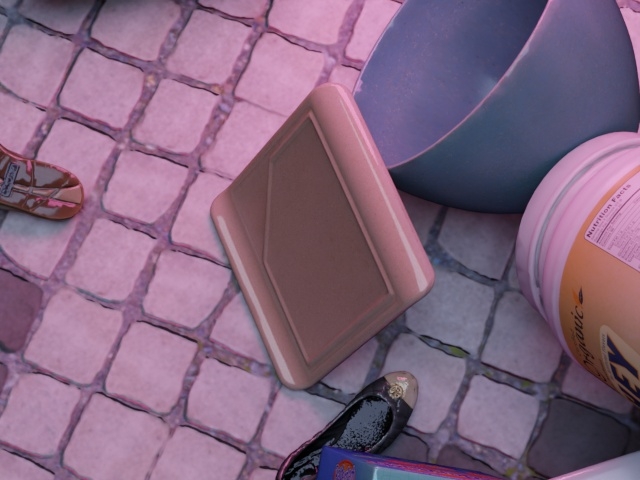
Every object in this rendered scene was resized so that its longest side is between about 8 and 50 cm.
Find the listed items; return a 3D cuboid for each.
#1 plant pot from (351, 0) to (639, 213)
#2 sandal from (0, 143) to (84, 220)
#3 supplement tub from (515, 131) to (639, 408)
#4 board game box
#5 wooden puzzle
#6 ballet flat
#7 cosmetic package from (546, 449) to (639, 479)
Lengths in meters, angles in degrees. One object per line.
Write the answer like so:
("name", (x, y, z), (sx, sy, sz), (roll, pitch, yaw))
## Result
("plant pot", (0.190, -0.139, 1.467), (0.195, 0.290, 0.290), (34, 74, -25))
("sandal", (-0.326, -0.067, 1.557), (0.180, 0.049, 0.072), (23, 81, -7))
("supplement tub", (0.331, 0.049, 1.291), (0.228, 0.228, 0.316), (-39, 36, -9))
("board game box", (0.095, 0.222, 1.351), (0.160, 0.210, 0.047), (11, 86, -12))
("wooden puzzle", (0.000, 0.000, 1.454), (0.044, 0.238, 0.221), (-11, 70, -39))
("ballet flat", (0.029, 0.189, 1.465), (0.173, 0.049, 0.057), (-42, 75, -10))
("cosmetic package", (0.433, 0.264, 1.374), (0.453, 0.161, 0.230), (-18, 74, -3))
